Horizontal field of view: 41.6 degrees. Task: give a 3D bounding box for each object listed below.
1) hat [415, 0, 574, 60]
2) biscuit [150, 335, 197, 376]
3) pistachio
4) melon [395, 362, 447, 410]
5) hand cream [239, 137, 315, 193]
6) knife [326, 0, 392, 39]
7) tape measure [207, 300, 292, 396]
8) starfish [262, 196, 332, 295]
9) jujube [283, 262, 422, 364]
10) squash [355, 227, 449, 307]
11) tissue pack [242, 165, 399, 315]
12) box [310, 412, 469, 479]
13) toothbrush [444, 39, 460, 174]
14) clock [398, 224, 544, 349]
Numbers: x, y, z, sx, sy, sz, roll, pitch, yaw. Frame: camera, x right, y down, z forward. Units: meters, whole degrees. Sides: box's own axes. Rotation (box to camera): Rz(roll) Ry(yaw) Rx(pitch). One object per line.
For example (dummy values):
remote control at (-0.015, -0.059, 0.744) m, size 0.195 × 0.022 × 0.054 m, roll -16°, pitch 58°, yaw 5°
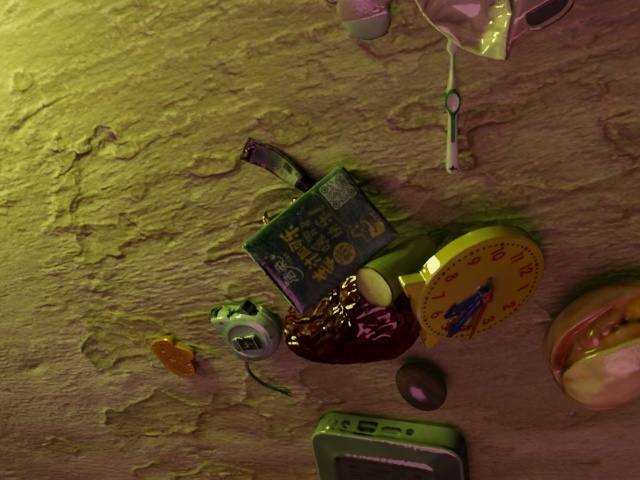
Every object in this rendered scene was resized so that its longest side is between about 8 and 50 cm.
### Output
hat at (0.280, -0.426, 1.345) m, size 0.226 × 0.164 × 0.219 m, roll -46°, pitch 128°, yaw 1°
biscuit at (-0.372, 0.302, 2.204) m, size 0.118 × 0.023 × 0.140 m, roll -17°, pitch 119°, yaw 30°
pistachio at (0.572, 0.211, 1.666) m, size 0.230 × 0.230 × 0.309 m, roll 36°, pitch 127°, yaw -9°
melon at (0.234, 0.339, 1.956) m, size 0.131 × 0.098 × 0.098 m, roll 41°, pitch 129°, yaw -9°
hand cream at (-0.086, -0.152, 1.734) m, size 0.163 × 0.039 × 0.062 m, roll 32°, pitch 133°, yaw 2°
knife at (0.169, -0.480, 1.374) m, size 0.132 × 0.038 × 0.399 m, roll 39°, pitch 129°, yaw -20°
tape measure at (-0.135, 0.289, 2.065) m, size 0.164 × 0.084 × 0.330 m, roll -14°, pitch 119°, yaw 34°
starfish at (-0.041, 0.022, 1.801) m, size 0.238 × 0.057 × 0.213 m, roll 57°, pitch 141°, yaw 10°
jujube at (0.067, 0.172, 1.832) m, size 0.342 × 0.216 × 0.216 m, roll -20°, pitch 118°, yaw 39°
squash at (0.178, 0.038, 1.677) m, size 0.094 × 0.224 × 0.094 m, roll 37°, pitch 147°, yaw 29°
tissue pack at (0.000, 0.000, 1.671) m, size 0.257 × 0.081 × 0.185 m, roll -39°, pitch 90°, yaw -3°
box at (0.189, 0.627, 2.192) m, size 0.396 × 0.111 × 0.396 m, roll 2°, pitch 126°, yaw 20°
toothbrush at (0.241, -0.247, 1.536) m, size 0.030 × 0.030 × 0.303 m, roll 7°, pitch 129°, yaw 16°
clock at (0.311, 0.097, 1.653) m, size 0.294 × 0.071 × 0.277 m, roll -32°, pitch 136°, yaw 2°
